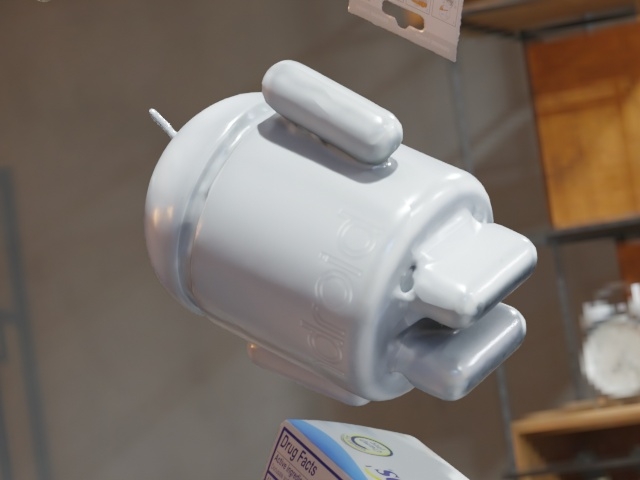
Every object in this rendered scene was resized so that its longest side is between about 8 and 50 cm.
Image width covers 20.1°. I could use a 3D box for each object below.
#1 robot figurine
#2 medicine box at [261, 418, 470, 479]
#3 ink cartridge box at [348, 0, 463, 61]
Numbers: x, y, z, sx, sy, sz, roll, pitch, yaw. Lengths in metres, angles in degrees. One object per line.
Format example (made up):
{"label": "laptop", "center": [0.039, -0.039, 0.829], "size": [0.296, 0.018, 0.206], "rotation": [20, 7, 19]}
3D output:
{"label": "robot figurine", "center": [0.000, 0.000, 1.485], "size": [0.353, 0.300, 0.200], "rotation": [24, 36, 28]}
{"label": "medicine box", "center": [0.041, 0.337, 1.538], "size": [0.149, 0.289, 0.263], "rotation": [13, 12, -31]}
{"label": "ink cartridge box", "center": [0.116, -0.335, 2.007], "size": [0.056, 0.224, 0.181], "rotation": [-22, 38, -37]}
